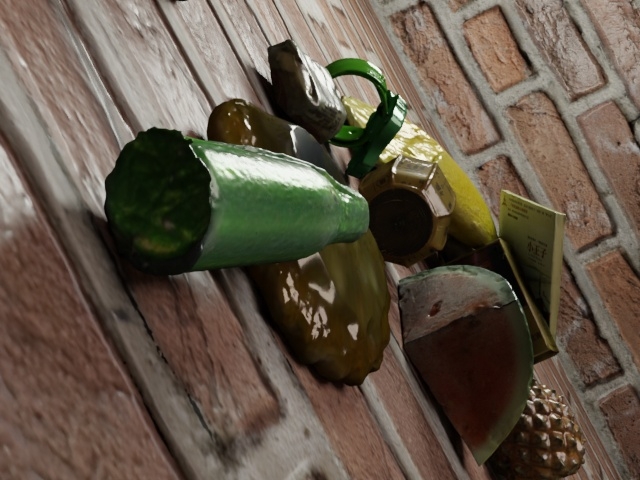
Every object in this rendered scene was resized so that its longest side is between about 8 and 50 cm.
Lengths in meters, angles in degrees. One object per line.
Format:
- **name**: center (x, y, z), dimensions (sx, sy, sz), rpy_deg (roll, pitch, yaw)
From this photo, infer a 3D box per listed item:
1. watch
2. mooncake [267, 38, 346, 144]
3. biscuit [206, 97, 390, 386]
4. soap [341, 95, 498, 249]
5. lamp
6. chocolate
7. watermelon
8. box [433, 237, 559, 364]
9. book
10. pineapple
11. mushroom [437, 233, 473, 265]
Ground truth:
- **watch**: center (0.047, -0.199, 1.317), dimensions (0.152, 0.165, 0.131), rpy_deg (30, 28, -15)
- **mooncake**: center (-0.025, -0.212, 1.187), dimensions (0.125, 0.073, 0.130), rpy_deg (28, 35, -57)
- **biscuit**: center (0.000, 0.000, 0.929), dimensions (0.329, 0.078, 0.335), rpy_deg (69, 19, 8)
- **soap**: center (0.215, -0.127, 1.613), dimensions (0.427, 0.115, 0.306), rpy_deg (35, 13, -47)
- **lamp**: center (0.129, -0.048, 1.259), dimensions (0.161, 0.161, 0.185), rpy_deg (61, 16, -6)
- **chocolate**: center (-0.046, -0.026, 0.696), dimensions (0.291, 0.110, 0.110), rpy_deg (1, 62, -60)
- **watermelon**: center (0.215, 0.169, 1.208), dimensions (0.260, 0.176, 0.256), rpy_deg (60, -22, -2)
- **box**: center (0.327, 0.134, 1.554), dimensions (0.071, 0.159, 0.240), rpy_deg (31, 36, -57)
- **book**: center (0.403, 0.060, 1.598), dimensions (0.201, 0.026, 0.289), rpy_deg (-140, -135, -65)
- **pineapple**: center (0.331, 0.298, 1.320), dimensions (0.166, 0.166, 0.193), rpy_deg (20, 46, -67)
- **mushroom**: center (0.313, 0.063, 1.684), dimensions (0.209, 0.071, 0.084), rpy_deg (53, -40, 49)
